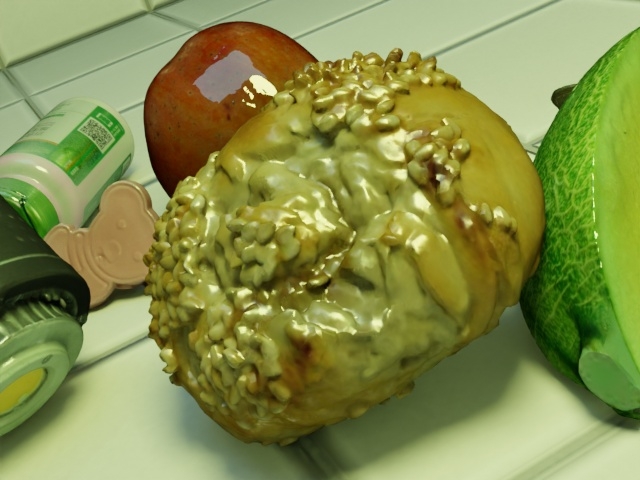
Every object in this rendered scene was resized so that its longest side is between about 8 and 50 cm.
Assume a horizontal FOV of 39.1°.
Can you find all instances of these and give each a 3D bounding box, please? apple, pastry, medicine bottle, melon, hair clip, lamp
[{"bbox_3d":[-0.074,-0.118,0.963,0.234,0.234,0.234,-15,27,8],"label":"apple"},{"bbox_3d":[0.000,0.000,0.640,0.311,0.162,0.255,-40,49,8],"label":"pastry"},{"bbox_3d":[-0.343,-0.076,1.153,0.134,0.133,0.274,-10,28,16],"label":"medicine bottle"},{"bbox_3d":[0.211,-0.017,0.678,0.124,0.196,0.323,21,42,11],"label":"melon"},{"bbox_3d":[-0.223,0.014,0.938,0.138,0.123,0.102,-24,-2,-22],"label":"hair clip"},{"bbox_3d":[-0.335,0.038,0.754,0.205,0.374,0.272,-46,54,-7],"label":"lamp"}]

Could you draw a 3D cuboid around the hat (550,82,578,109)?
[{"bbox_3d":[0.294,-0.102,0.886,0.146,0.067,0.146,11,-5,1],"label":"hat"}]
